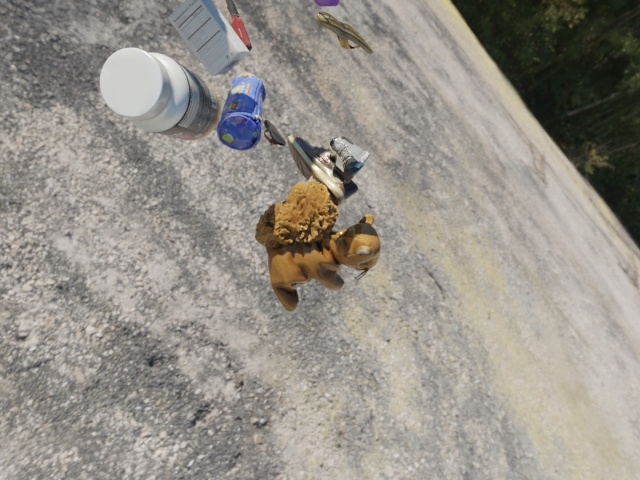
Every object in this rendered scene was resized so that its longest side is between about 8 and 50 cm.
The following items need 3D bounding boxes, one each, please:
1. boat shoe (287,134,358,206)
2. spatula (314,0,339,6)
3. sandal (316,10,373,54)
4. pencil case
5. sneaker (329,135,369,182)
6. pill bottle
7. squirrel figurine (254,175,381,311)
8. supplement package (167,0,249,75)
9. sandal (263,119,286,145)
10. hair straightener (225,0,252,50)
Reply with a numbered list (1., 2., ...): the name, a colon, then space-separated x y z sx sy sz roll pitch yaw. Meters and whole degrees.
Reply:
1. boat shoe: 0.006 -0.268 1.574 0.342 0.123 0.123 50 -15 29
2. spatula: 0.056 -0.549 0.965 0.030 0.084 0.296 -21 37 -19
3. sandal: 0.059 -0.524 1.139 0.180 0.049 0.072 13 44 -33
4. pencil case: -0.230 -0.397 1.346 0.119 0.133 0.306 50 25 -37
5. sneaker: 0.075 -0.270 1.427 0.132 0.086 0.229 40 27 -5
6. pill bottle: -0.342 -0.315 0.979 0.162 0.162 0.278 53 11 0
7. squirrel figurine: 0.000 0.000 1.487 0.397 0.370 0.281 61 31 -28
8. supplement package: -0.296 -0.550 1.190 0.179 0.105 0.105 52 20 -14
9. sandal: -0.156 -0.338 1.427 0.067 0.040 0.179 38 14 -33
10. hair straightener: -0.295 -0.756 1.518 0.089 0.047 0.231 -87 151 -84
